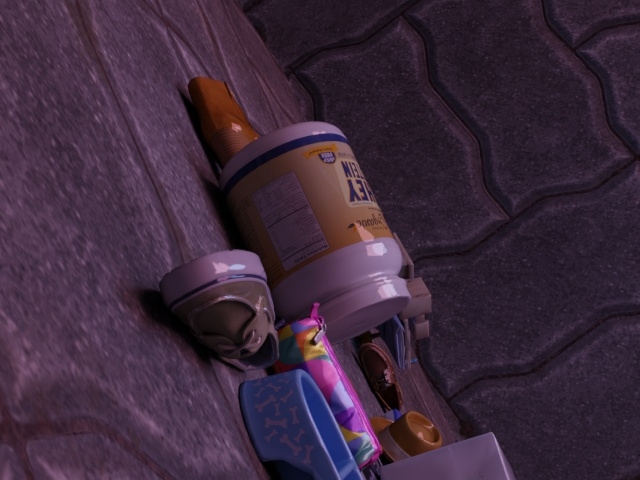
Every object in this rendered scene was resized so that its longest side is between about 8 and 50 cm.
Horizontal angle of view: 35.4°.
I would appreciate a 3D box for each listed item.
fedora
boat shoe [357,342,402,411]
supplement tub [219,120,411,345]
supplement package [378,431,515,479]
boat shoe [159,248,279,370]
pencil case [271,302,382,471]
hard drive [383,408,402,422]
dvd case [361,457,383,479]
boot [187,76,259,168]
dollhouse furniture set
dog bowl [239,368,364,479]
[{"bbox_3d":[0.181,0.387,1.940,0.194,0.079,0.194,38,13,-11],"label":"fedora"},{"bbox_3d":[0.137,0.304,2.208,0.060,0.064,0.178,-105,169,-68],"label":"boat shoe"},{"bbox_3d":[-0.007,-0.005,1.605,0.316,0.228,0.228,65,7,16],"label":"supplement tub"},{"bbox_3d":[0.238,0.468,1.652,0.262,0.198,0.199,57,16,-60],"label":"supplement package"},{"bbox_3d":[-0.093,0.084,1.131,0.302,0.109,0.094,50,17,-74],"label":"boat shoe"},{"bbox_3d":[0.001,0.213,1.384,0.236,0.104,0.104,65,7,9],"label":"pencil case"},{"bbox_3d":[0.203,0.506,2.034,0.210,0.040,0.318,61,7,-19],"label":"hard drive"},{"bbox_3d":[0.057,0.342,1.606,0.179,0.030,0.239,64,7,4],"label":"dvd case"},{"bbox_3d":[-0.133,-0.175,1.828,0.211,0.104,0.295,66,12,23],"label":"boot"},{"bbox_3d":[0.109,0.183,2.230,0.286,0.198,0.303,-114,-164,-56],"label":"dollhouse furniture set"},{"bbox_3d":[0.002,0.289,1.199,0.297,0.074,0.166,65,7,9],"label":"dog bowl"}]
